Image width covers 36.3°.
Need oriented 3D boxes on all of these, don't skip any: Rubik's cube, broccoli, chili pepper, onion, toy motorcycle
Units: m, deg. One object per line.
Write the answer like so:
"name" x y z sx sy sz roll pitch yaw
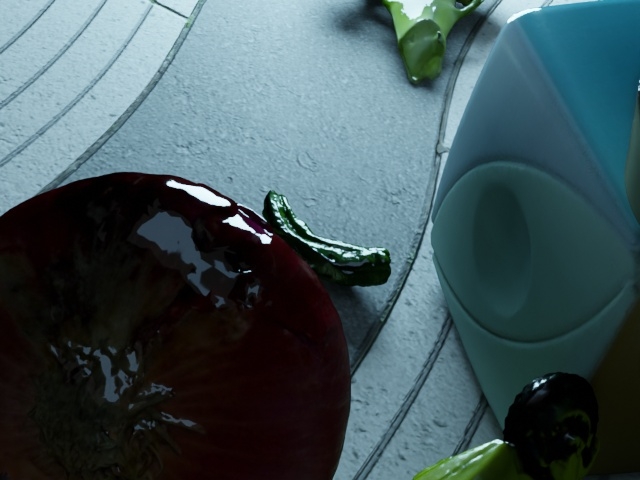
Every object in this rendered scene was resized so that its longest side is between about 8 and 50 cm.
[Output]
"Rubik's cube" 0.333 -0.004 0.942 0.352 0.347 0.351 -3 49 -13
"broccoli" 0.135 -0.409 1.427 0.254 0.186 0.302 31 41 7
"chili pepper" -0.006 0.002 1.074 0.182 0.050 0.073 34 55 23
"onion" -0.149 0.116 0.787 0.348 0.285 0.347 0 88 2
"toy motorcycle" 0.096 0.255 0.760 0.342 0.206 0.142 -31 21 -19

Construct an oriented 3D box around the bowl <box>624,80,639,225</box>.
"bowl" 0.299 -0.036 0.660 0.212 0.112 0.211 4 51 -5
